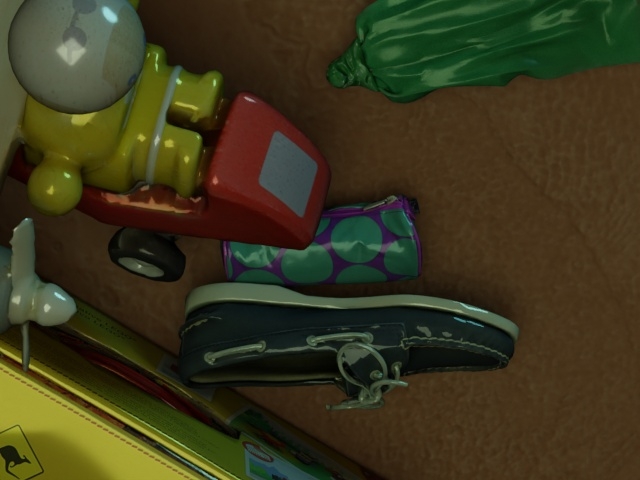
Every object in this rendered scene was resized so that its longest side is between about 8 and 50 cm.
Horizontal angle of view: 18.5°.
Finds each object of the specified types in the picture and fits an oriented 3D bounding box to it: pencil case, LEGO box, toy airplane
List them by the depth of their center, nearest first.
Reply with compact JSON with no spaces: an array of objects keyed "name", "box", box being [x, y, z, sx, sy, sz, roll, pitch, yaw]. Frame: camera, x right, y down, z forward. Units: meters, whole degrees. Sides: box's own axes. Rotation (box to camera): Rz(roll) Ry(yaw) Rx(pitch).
[{"name":"toy airplane","box":[-0.207,-0.118,1.313,0.384,0.272,0.386,-23,88,-24]},{"name":"pencil case","box":[0.000,0.000,1.481,0.152,0.064,0.070,-5,118,4]},{"name":"LEGO box","box":[-0.230,0.249,1.484,0.500,0.193,0.372,31,102,-4]}]

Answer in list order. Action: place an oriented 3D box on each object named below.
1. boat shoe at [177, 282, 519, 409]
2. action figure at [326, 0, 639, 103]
[{"name":"boat shoe","box":[0.020,0.083,1.468,0.254,0.095,0.079,6,63,-2]},{"name":"action figure","box":[0.113,-0.160,1.439,0.232,0.063,0.137,-19,103,3]}]
